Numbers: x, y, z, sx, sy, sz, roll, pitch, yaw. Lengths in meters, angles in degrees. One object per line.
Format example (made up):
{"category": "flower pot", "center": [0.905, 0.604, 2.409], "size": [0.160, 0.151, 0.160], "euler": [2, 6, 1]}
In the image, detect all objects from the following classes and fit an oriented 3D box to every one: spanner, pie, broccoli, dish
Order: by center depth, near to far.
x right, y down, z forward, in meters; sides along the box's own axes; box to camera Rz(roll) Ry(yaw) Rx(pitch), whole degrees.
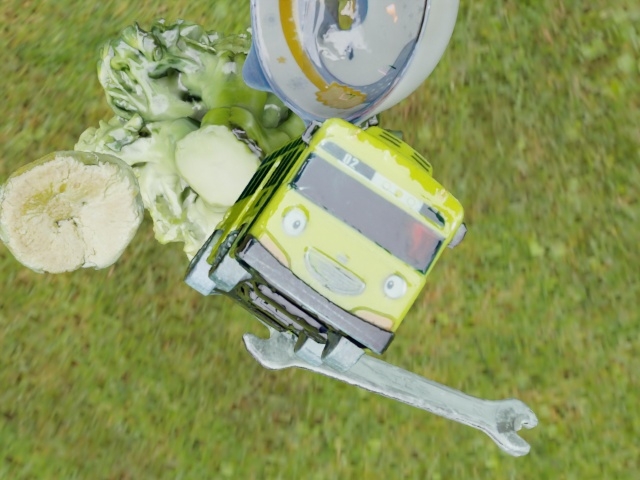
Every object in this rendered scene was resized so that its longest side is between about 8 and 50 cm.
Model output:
{"category": "pie", "center": [-0.140, -0.017, 0.966], "size": [0.084, 0.020, 0.084], "euler": [-7, 122, -12]}
{"category": "dish", "center": [0.035, -0.194, 1.332], "size": [0.086, 0.228, 0.236], "euler": [1, 119, -42]}
{"category": "broccoli", "center": [-0.067, -0.065, 1.487], "size": [0.288, 0.245, 0.248], "euler": [3, 107, 12]}
{"category": "spanner", "center": [0.066, 0.128, 1.550], "size": [0.302, 0.071, 0.017], "euler": [22, 133, -18]}

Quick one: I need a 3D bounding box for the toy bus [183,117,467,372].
{"category": "toy bus", "center": [0.000, 0.000, 1.231], "size": [0.128, 0.262, 0.150], "euler": [35, 81, -8]}
